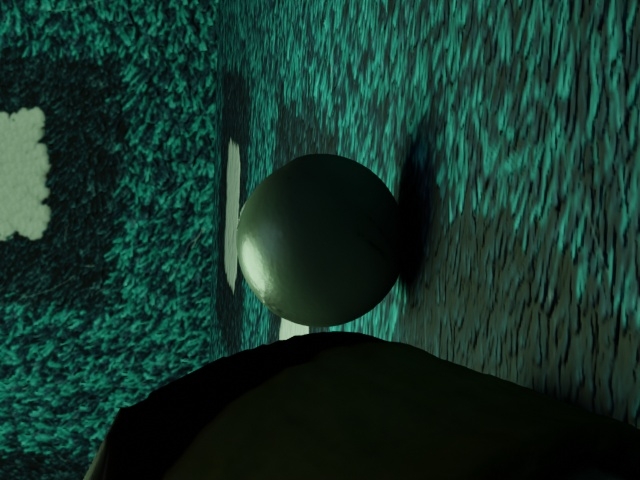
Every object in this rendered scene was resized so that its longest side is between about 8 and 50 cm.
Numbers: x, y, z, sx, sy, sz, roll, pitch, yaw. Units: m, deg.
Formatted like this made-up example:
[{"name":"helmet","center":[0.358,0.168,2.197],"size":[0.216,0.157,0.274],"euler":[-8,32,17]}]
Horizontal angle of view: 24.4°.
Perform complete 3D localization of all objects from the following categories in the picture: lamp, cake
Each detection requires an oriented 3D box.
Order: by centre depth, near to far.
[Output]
[{"name":"cake","center":[0.037,0.138,0.409],"size":[0.178,0.207,0.185],"euler":[26,117,50]},{"name":"lamp","center":[0.000,0.000,0.897],"size":[0.105,0.105,0.105],"euler":[-179,90,-81]}]
